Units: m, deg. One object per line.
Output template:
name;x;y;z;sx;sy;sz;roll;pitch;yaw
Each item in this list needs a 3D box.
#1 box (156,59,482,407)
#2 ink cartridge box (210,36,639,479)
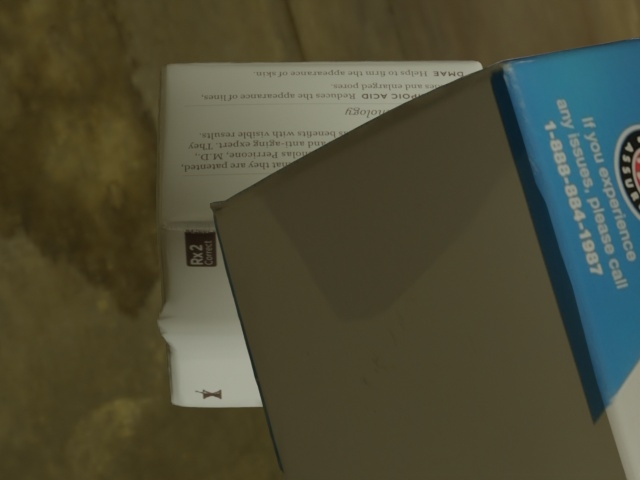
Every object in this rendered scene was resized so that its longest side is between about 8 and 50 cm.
box;0.000;0.000;0.853;0.181;0.182;0.119;94;-5;-53
ink cartridge box;0.120;0.031;0.474;0.232;0.168;0.171;-13;84;-32
